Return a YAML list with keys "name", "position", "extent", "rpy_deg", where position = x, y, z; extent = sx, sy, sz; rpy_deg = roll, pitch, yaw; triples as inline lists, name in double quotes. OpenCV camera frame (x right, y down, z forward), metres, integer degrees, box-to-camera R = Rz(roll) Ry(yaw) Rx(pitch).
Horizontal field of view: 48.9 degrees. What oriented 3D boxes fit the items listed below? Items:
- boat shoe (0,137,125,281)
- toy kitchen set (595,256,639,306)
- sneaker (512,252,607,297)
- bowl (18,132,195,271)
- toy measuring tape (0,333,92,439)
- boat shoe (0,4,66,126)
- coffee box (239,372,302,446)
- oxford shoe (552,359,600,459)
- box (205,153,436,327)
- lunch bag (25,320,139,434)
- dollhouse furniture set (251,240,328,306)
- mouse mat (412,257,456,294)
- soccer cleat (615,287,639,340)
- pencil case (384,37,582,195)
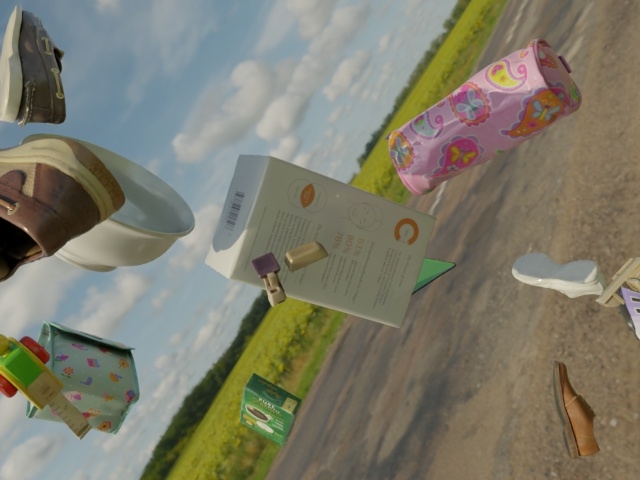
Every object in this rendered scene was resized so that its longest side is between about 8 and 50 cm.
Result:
- name: "boat shoe"
  position: [-0.347, -0.019, 0.727]
  extent: [0.342, 0.123, 0.123]
  rpy_deg: [-1, 46, 37]
- name: "toy kitchen set"
  position: [0.366, 0.069, 0.794]
  extent: [0.068, 0.075, 0.083]
  rpy_deg: [-48, -4, 5]
- name: "sneaker"
  position: [0.512, 0.086, 1.514]
  extent: [0.212, 0.094, 0.080]
  rpy_deg: [10, 62, 53]
- name: "bowl"
  position: [-0.367, -0.043, 1.153]
  extent: [0.134, 0.297, 0.298]
  rpy_deg: [-58, 0, 16]
- name: "toy measuring tape"
  position: [-0.573, 0.286, 1.412]
  extent: [0.121, 0.121, 0.330]
  rpy_deg: [-57, -35, -32]
- name: "boat shoe"
  position: [-0.499, -0.305, 1.226]
  extent: [0.117, 0.096, 0.324]
  rpy_deg: [-61, 35, 30]
- name: "coffee box"
  position: [-0.101, 0.338, 1.395]
  extent: [0.040, 0.113, 0.184]
  rpy_deg: [-56, -13, -34]
- name: "oxford shoe"
  position: [0.554, 0.363, 1.536]
  extent: [0.076, 0.076, 0.212]
  rpy_deg: [57, -157, -66]
- name: "box"
  position: [0.000, 0.000, 1.271]
  extent: [0.168, 0.345, 0.215]
  rpy_deg: [18, 90, 66]
- name: "lunch bag"
  position: [-0.563, 0.305, 1.676]
  extent: [0.160, 0.223, 0.262]
  rpy_deg: [-54, 32, 21]
- name: "dollhouse furniture set"
  position: [-0.032, 0.064, 1.081]
  extent: [0.114, 0.091, 0.081]
  rpy_deg: [-23, -47, -10]
- name: "mouse mat"
  position: [0.177, 0.081, 1.502]
  extent: [0.189, 0.007, 0.152]
  rpy_deg: [-30, 22, -29]
- name: "soccer cleat"
  position: [0.625, 0.164, 1.240]
  extent: [0.116, 0.108, 0.318]
  rpy_deg: [-46, 26, 26]
- name: "pencil case"
  position: [0.230, -0.174, 1.034]
  extent: [0.284, 0.124, 0.124]
  rpy_deg: [-31, 17, 40]
